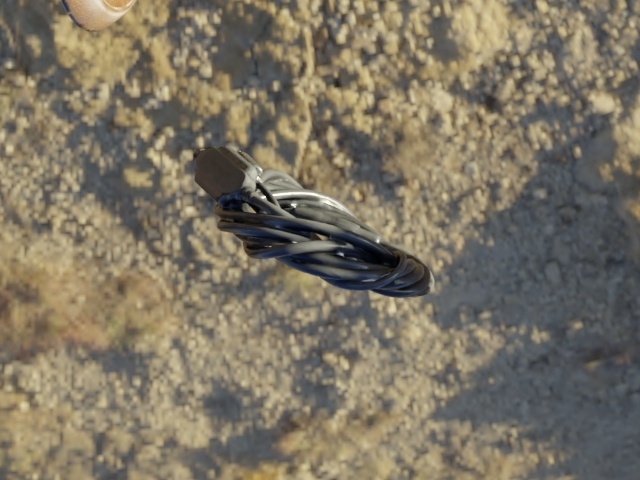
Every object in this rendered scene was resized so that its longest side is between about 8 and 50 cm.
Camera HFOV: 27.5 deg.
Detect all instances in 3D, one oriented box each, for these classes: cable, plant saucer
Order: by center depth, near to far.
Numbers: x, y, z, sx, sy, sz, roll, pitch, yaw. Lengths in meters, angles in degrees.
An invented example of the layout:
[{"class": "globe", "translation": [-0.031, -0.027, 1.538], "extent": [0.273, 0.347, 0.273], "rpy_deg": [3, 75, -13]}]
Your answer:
[{"class": "cable", "translation": [0.000, 0.000, 0.814], "extent": [0.150, 0.184, 0.047], "rpy_deg": [26, 96, -34]}, {"class": "plant saucer", "translation": [-0.195, -0.275, 1.196], "extent": [0.029, 0.168, 0.168], "rpy_deg": [7, 143, 16]}]
